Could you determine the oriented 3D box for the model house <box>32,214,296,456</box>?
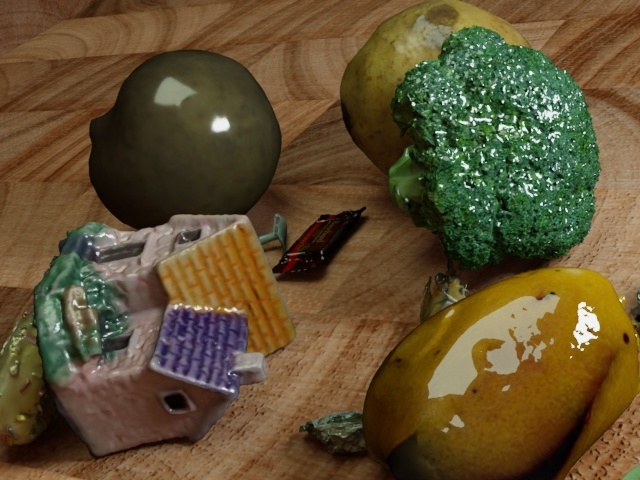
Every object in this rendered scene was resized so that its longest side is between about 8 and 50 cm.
[{"bbox_3d":[-0.170,0.090,1.207,0.238,0.202,0.237,-12,27,10],"label":"model house"}]

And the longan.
[{"bbox_3d":[-0.204,-0.141,1.592,0.297,0.297,0.297,-13,27,7],"label":"longan"}]

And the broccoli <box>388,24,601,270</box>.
[{"bbox_3d":[0.196,-0.096,1.272,0.275,0.308,0.308,-24,18,38],"label":"broccoli"}]

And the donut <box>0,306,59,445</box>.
[{"bbox_3d":[-0.333,0.160,1.229,0.068,0.174,0.174,19,32,-1],"label":"donut"}]

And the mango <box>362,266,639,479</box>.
[{"bbox_3d":[0.174,0.135,0.986,0.287,0.152,0.201,-37,69,-14],"label":"mango"}]

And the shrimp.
[{"bbox_3d":[0.174,0.091,1.175,0.150,0.068,0.248,-7,31,-8],"label":"shrimp"}]

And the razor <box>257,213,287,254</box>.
[{"bbox_3d":[-0.113,0.010,1.518,0.135,0.040,0.068,-19,26,11],"label":"razor"}]

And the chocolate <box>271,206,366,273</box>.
[{"bbox_3d":[0.000,0.000,1.475,0.086,0.028,0.182,-9,26,30],"label":"chocolate"}]

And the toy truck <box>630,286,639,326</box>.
[{"bbox_3d":[0.378,0.053,1.127,0.052,0.062,0.123,28,49,26],"label":"toy truck"}]

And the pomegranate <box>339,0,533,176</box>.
[{"bbox_3d":[0.167,-0.203,1.489,0.281,0.281,0.281,-13,27,7],"label":"pomegranate"}]

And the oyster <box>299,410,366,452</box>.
[{"bbox_3d":[0.032,0.197,1.092,0.098,0.037,0.100,-6,2,-20],"label":"oyster"}]

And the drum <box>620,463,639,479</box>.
[{"bbox_3d":[0.351,0.197,0.884,0.253,0.049,0.130,-28,29,-22],"label":"drum"}]
